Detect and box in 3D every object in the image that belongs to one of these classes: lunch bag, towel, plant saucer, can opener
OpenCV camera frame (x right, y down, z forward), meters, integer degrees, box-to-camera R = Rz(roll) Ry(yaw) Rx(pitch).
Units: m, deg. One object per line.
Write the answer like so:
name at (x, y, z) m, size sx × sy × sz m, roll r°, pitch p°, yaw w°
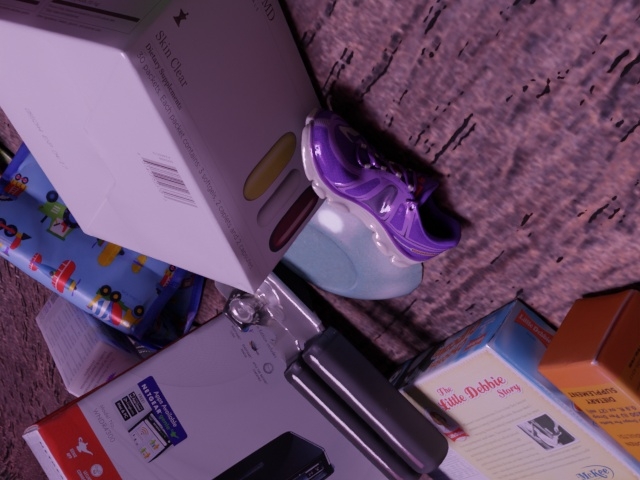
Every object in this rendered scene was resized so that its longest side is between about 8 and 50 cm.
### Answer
lunch bag at (-0.242, 0.023, 1.412) m, size 0.221 × 0.138 × 0.293 m, roll 32°, pitch 166°, yaw 5°
towel at (-0.384, -0.099, 1.476) m, size 0.060 × 0.009 × 0.083 m, roll 43°, pitch 152°, yaw -13°
plant saucer at (0.000, 0.000, 1.150) m, size 0.195 × 0.037 × 0.195 m, roll 29°, pitch 154°, yaw 16°
can opener at (0.015, 0.106, 1.208) m, size 0.283 × 0.095 × 0.076 m, roll 44°, pitch 136°, yaw 1°

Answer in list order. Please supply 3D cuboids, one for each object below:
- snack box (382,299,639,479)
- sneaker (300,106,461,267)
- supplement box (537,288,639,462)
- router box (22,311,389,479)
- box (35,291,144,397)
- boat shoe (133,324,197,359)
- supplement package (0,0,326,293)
snack box at (0.170, 0.175, 1.204) m, size 0.187 × 0.060 × 0.322 m, roll 40°, pitch 154°, yaw -4°
sneaker at (0.052, -0.049, 0.998) m, size 0.071 × 0.068 × 0.170 m, roll -18°, pitch 132°, yaw 41°
supplement box at (0.286, 0.141, 0.994) m, size 0.233 × 0.080 × 0.078 m, roll 39°, pitch 156°, yaw -14°
router box at (-0.075, 0.248, 1.243) m, size 0.335 × 0.301 × 0.082 m, roll 58°, pitch 154°, yaw -1°
box at (-0.262, 0.114, 1.419) m, size 0.063 × 0.067 × 0.324 m, roll 33°, pitch 177°, yaw -21°
boat shoe at (-0.142, 0.168, 1.535) m, size 0.303 × 0.091 × 0.114 m, roll 3°, pitch 139°, yaw 48°
supplement package at (-0.129, -0.115, 0.989) m, size 0.204 × 0.145 × 0.261 m, roll 18°, pitch 149°, yaw 34°
